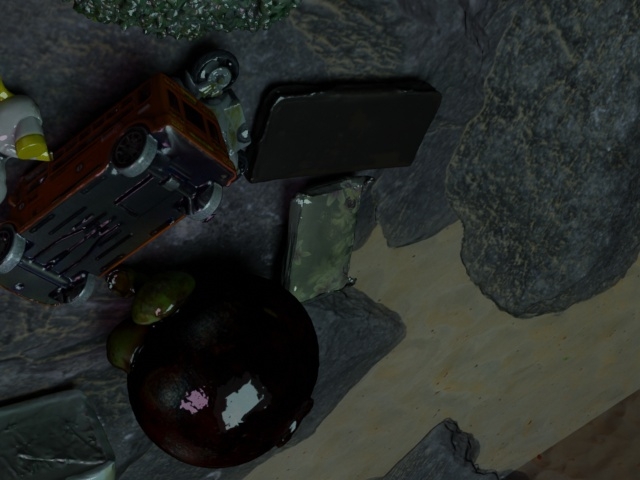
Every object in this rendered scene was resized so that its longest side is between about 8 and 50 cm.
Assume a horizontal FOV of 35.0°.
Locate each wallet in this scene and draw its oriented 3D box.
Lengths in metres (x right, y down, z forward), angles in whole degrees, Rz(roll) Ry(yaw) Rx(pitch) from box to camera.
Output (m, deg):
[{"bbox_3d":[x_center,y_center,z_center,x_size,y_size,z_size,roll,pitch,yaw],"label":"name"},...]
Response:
[{"bbox_3d":[0.036,-0.166,1.521,0.310,0.042,0.165,-8,134,-32],"label":"wallet"}]

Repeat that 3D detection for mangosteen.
[{"bbox_3d":[-0.172,0.172,1.540,0.306,0.359,0.306,-50,175,-6],"label":"mangosteen"}]

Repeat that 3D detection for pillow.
[{"bbox_3d":[0.000,0.000,1.644,0.169,0.059,0.255,-15,134,-28],"label":"pillow"}]

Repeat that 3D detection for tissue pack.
[{"bbox_3d":[-0.505,0.458,1.570,0.332,0.205,0.405,-11,135,-30],"label":"tissue pack"}]

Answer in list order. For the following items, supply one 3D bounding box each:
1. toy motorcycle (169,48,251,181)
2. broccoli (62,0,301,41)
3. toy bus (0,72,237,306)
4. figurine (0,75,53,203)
[{"bbox_3d":[-0.172,-0.147,1.349,0.152,0.073,0.225,-19,138,-16],"label":"toy motorcycle"},{"bbox_3d":[-0.156,-0.333,1.032,0.338,0.277,0.317,-31,122,-24],"label":"broccoli"},{"bbox_3d":[-0.273,-0.054,1.259,0.329,0.153,0.143,-34,138,20],"label":"toy bus"},{"bbox_3d":[-0.406,-0.107,1.199,0.178,0.109,0.129,-39,116,0],"label":"figurine"}]
